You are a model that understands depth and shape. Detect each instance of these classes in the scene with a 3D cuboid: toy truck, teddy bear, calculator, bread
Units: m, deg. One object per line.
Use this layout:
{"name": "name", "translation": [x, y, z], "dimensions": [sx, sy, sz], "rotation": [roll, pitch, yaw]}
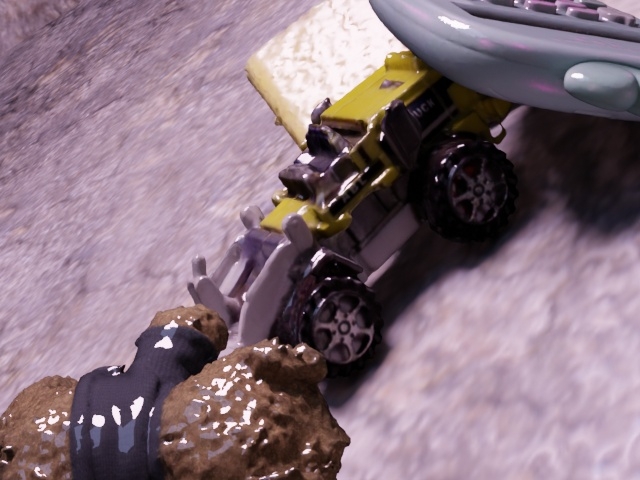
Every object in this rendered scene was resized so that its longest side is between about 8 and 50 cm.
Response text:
{"name": "toy truck", "translation": [0.000, 0.000, 0.863], "dimensions": [0.286, 0.111, 0.136], "rotation": [-47, 25, -16]}
{"name": "teddy bear", "translation": [-0.103, 0.124, 0.735], "dimensions": [0.251, 0.129, 0.182], "rotation": [-21, 70, 35]}
{"name": "calculator", "translation": [0.128, -0.121, 0.846], "dimensions": [0.299, 0.185, 0.041], "rotation": [-126, 45, -60]}
{"name": "bread", "translation": [0.087, -0.114, 1.069], "dimensions": [0.240, 0.135, 0.178], "rotation": [-35, 55, 5]}
